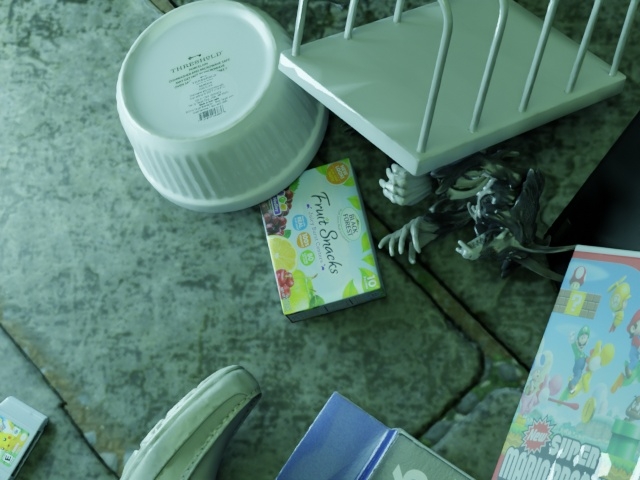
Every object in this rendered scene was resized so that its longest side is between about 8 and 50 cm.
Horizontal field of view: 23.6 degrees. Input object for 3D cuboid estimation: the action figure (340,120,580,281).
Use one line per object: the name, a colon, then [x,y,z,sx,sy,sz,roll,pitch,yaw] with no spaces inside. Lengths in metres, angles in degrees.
action figure: [0.113,-0.048,1.444,0.141,0.164,0.276,-30,59,-19]

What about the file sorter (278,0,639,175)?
file sorter: [0.138,-0.215,1.392,0.277,0.173,0.193,-23,50,-35]

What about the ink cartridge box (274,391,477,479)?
ink cartridge box: [0.048,0.335,1.386,0.307,0.072,0.304,32,82,17]

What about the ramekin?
ramekin: [-0.103,-0.142,1.521,0.207,0.109,0.207,-7,61,13]

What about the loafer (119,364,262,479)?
loafer: [-0.146,0.263,1.431,0.111,0.112,0.319,35,91,14]

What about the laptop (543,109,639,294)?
laptop: [0.418,0.052,1.275,0.236,0.382,0.408,7,48,-24]

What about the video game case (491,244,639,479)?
video game case: [0.227,0.145,1.271,0.025,0.204,0.285,23,84,-23]

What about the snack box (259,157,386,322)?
snack box: [0.000,0.000,1.512,0.100,0.037,0.141,-16,69,6]

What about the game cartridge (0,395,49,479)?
game cartridge: [-0.315,0.200,1.529,0.056,0.017,0.083,26,80,22]
